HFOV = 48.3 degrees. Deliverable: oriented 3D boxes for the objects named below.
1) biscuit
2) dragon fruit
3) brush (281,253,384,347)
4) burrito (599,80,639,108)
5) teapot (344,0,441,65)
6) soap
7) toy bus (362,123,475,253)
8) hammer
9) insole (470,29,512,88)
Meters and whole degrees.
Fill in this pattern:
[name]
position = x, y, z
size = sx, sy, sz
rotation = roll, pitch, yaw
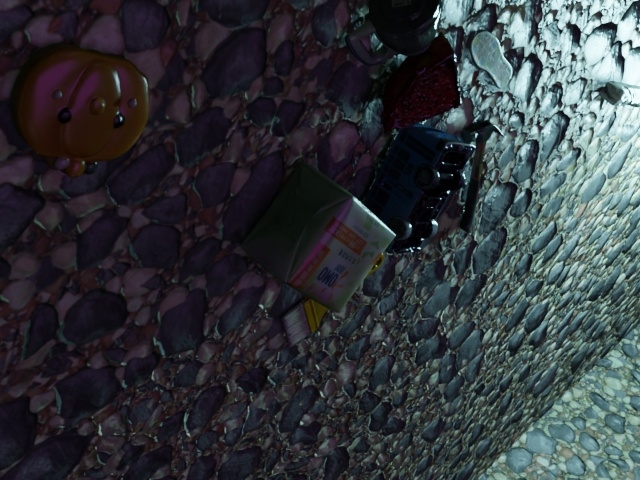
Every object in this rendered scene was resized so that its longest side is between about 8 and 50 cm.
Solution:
[biscuit]
position = -0.282, -0.148, 0.856
size = 0.170, 0.050, 0.170
rotation = -28, 136, -30
[dragon fruit]
position = 0.154, -0.271, 1.204
size = 0.161, 0.127, 0.121
rotation = -25, 136, -2
[brush]
position = 0.033, 0.107, 1.444
size = 0.272, 0.013, 0.103
rotation = -37, 141, -23
[burrito]
position = 0.793, -0.377, 1.852
size = 0.203, 0.064, 0.064
rotation = -6, 123, -45
[teapot]
position = 0.127, -0.328, 1.117
size = 0.149, 0.111, 0.108
rotation = -53, 153, -6
[soap]
position = 0.000, 0.000, 1.215
size = 0.182, 0.138, 0.199
rotation = -53, 145, 1
[toy bus]
position = 0.171, -0.102, 1.325
size = 0.116, 0.133, 0.234
rotation = -1, 124, -48
[hammer]
position = 0.340, -0.134, 1.571
size = 0.111, 0.033, 0.288
rotation = -27, 137, -30
[insole]
position = 0.340, -0.357, 1.412
size = 0.065, 0.006, 0.193
rotation = -56, 143, 4
